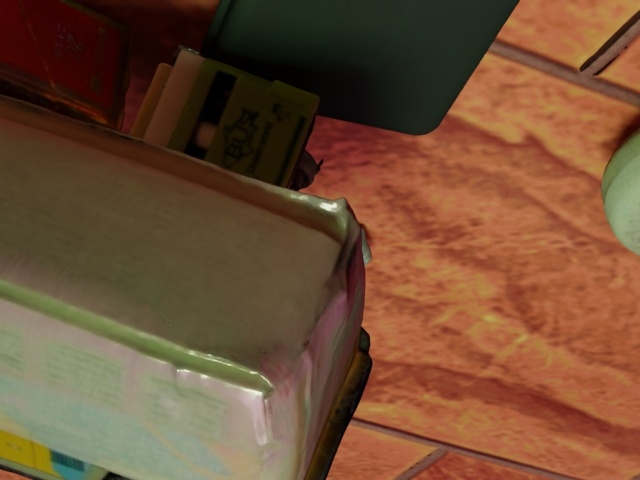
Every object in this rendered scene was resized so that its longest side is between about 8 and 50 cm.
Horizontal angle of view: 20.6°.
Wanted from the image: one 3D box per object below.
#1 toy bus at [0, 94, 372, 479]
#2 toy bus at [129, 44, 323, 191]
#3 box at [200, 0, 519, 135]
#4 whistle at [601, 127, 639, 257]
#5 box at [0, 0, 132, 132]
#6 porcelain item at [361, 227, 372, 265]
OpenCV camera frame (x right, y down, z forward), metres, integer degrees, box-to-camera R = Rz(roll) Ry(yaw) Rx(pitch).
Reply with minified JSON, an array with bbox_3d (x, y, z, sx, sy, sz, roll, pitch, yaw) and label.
[{"bbox_3d":[-0.165,0.016,0.955,0.386,0.171,0.162,17,138,8],"label":"toy bus"},{"bbox_3d":[-0.091,-0.011,1.129,0.139,0.113,0.301,22,154,-5],"label":"toy bus"},{"bbox_3d":[0.032,-0.150,1.005,0.160,0.050,0.230,11,146,-14],"label":"box"},{"bbox_3d":[0.258,-0.069,1.109,0.126,0.067,0.258,-1,145,-20],"label":"whistle"},{"bbox_3d":[-0.296,-0.109,1.051,0.313,0.089,0.197,24,139,-28],"label":"box"},{"bbox_3d":[0.000,0.000,1.258,0.083,0.028,0.036,18,141,-25],"label":"porcelain item"}]
